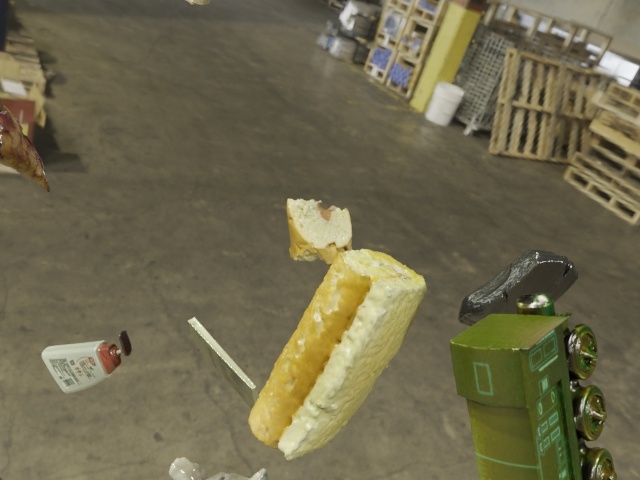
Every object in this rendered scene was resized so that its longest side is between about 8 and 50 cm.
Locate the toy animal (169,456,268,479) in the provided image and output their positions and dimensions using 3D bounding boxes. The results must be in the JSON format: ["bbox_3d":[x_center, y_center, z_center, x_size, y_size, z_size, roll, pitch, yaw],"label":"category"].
[{"bbox_3d":[-0.155,0.540,1.081,0.266,0.188,0.308,59,26,-22],"label":"toy animal"}]

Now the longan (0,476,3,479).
[{"bbox_3d":[-0.484,0.312,0.675,0.350,0.288,0.288,25,26,-2],"label":"longan"}]

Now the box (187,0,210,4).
[{"bbox_3d":[-0.212,-0.519,1.068,0.168,0.212,0.095,32,20,-5],"label":"box"}]

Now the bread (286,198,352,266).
[{"bbox_3d":[0.001,0.010,1.955,0.184,0.224,0.211,-9,59,-8],"label":"bread"}]

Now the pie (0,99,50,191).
[{"bbox_3d":[-0.330,-0.107,0.706,0.034,0.092,0.170,-20,-2,-8],"label":"pie"}]

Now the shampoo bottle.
[{"bbox_3d":[-0.639,0.332,1.852,0.153,0.284,0.071,65,21,-11],"label":"shampoo bottle"}]

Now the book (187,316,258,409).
[{"bbox_3d":[-0.274,0.364,1.897,0.025,0.214,0.283,-38,64,-24],"label":"book"}]

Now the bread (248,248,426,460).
[{"bbox_3d":[0.038,0.206,1.204,0.165,0.375,0.236,34,12,20],"label":"bread"}]

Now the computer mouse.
[{"bbox_3d":[0.325,0.096,1.092,0.122,0.217,0.073,16,42,-38],"label":"computer mouse"}]

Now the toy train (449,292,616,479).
[{"bbox_3d":[0.189,0.164,0.579,0.090,0.225,0.137,-3,11,44],"label":"toy train"}]
